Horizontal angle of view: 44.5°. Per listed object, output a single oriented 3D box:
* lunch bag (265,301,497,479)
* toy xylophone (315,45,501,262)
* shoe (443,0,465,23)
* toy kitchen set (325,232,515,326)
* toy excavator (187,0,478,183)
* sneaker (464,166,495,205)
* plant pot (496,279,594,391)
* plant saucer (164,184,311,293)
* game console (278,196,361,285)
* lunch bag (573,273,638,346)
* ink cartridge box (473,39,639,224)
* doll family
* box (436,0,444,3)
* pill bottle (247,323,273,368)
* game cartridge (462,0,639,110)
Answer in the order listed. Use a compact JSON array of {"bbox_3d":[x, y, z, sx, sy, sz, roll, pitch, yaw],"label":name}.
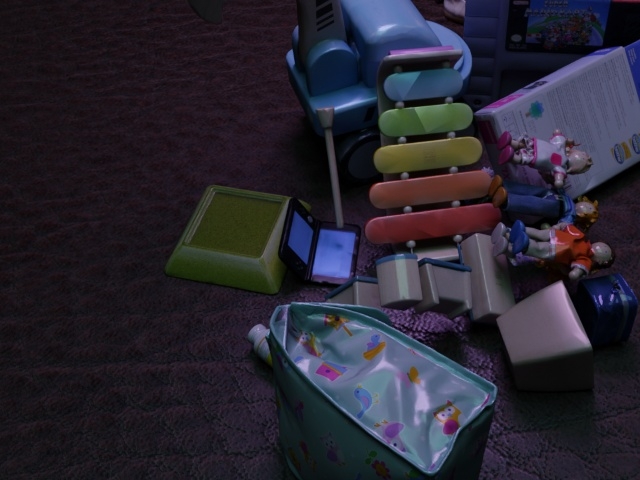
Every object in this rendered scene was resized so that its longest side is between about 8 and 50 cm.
[{"bbox_3d":[0.050,0.203,0.896,0.262,0.223,0.160,29,52,29],"label":"lunch bag"},{"bbox_3d":[0.125,-0.114,1.149,0.236,0.323,0.081,-15,12,-4],"label":"toy xylophone"},{"bbox_3d":[0.336,-0.443,1.530,0.219,0.058,0.076,26,57,25],"label":"shoe"},{"bbox_3d":[0.135,0.066,1.098,0.207,0.166,0.122,12,60,-30],"label":"toy kitchen set"},{"bbox_3d":[0.027,-0.313,1.194,0.432,0.445,0.222,-16,49,-9],"label":"toy excavator"},{"bbox_3d":[0.278,-0.098,1.246,0.135,0.052,0.058,-22,42,-18],"label":"sneaker"},{"bbox_3d":[0.287,0.135,1.013,0.096,0.109,0.109,-17,49,6],"label":"plant pot"},{"bbox_3d":[-0.130,-0.016,1.220,0.188,0.045,0.188,9,51,14],"label":"plant saucer"},{"bbox_3d":[0.000,0.000,1.179,0.071,0.107,0.122,-18,42,29],"label":"game console"},{"bbox_3d":[0.381,0.090,1.041,0.065,0.098,0.067,-9,44,-6],"label":"lunch bag"},{"bbox_3d":[0.400,-0.175,1.215,0.311,0.186,0.065,-27,17,-15],"label":"ink cartridge box"},{"bbox_3d":[0.322,-0.031,1.098,0.163,0.118,0.263,12,52,-11],"label":"doll family"},{"bbox_3d":[0.334,-0.585,1.662,0.233,0.044,0.159,-13,49,-5],"label":"box"},{"bbox_3d":[-0.062,0.150,1.071,0.043,0.043,0.083,-39,56,-25],"label":"pill bottle"},{"bbox_3d":[0.413,-0.309,1.292,0.355,0.230,0.068,5,49,12],"label":"game cartridge"}]
